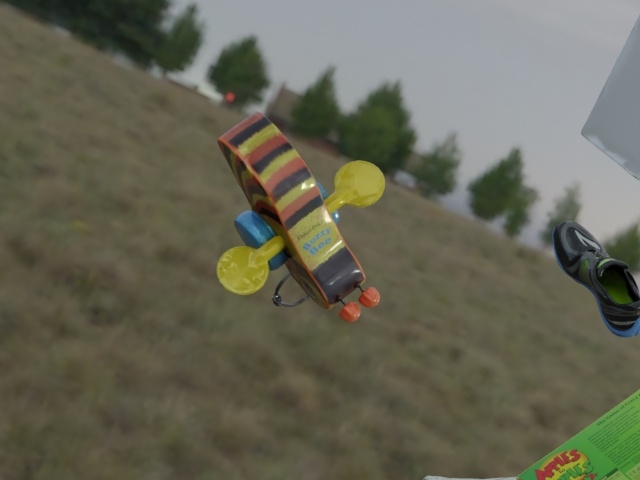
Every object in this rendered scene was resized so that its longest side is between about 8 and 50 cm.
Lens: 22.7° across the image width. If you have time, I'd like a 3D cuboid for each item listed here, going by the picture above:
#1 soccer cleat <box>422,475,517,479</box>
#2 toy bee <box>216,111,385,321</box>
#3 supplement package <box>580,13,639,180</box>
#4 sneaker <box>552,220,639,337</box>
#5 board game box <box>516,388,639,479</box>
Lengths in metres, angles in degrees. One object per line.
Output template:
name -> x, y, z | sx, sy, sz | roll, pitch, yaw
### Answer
soccer cleat -> 0.137, 0.264, 1.575 | 0.076, 0.068, 0.196 | 41, -35, -19
toy bee -> 0.000, 0.000, 1.677 | 0.162, 0.195, 0.298 | 42, 4, 38
supplement package -> 0.414, -0.111, 1.588 | 0.203, 0.149, 0.194 | 12, 22, -32
sneaker -> 0.367, 0.039, 2.061 | 0.067, 0.078, 0.188 | -17, 52, -19
board game box -> 0.253, 0.167, 1.234 | 0.043, 0.181, 0.092 | 60, -8, -30
